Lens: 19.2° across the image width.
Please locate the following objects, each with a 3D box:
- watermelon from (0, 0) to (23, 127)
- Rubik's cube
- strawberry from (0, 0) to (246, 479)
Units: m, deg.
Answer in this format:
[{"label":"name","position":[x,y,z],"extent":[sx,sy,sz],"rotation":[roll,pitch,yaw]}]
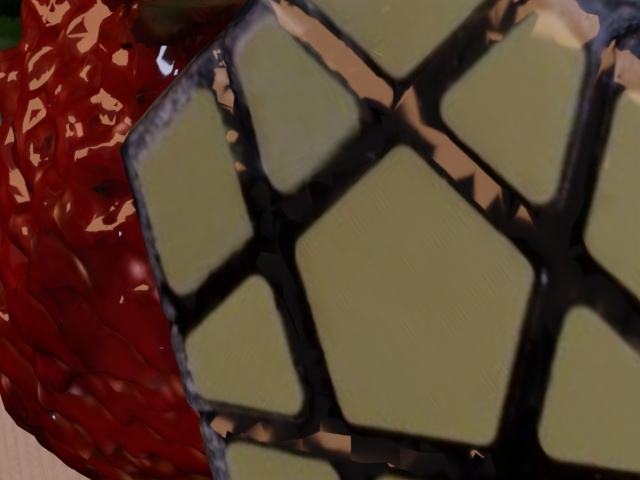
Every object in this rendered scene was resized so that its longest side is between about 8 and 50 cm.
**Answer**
[{"label":"watermelon","position":[-0.111,-0.055,1.028],"extent":[0.151,0.302,0.264],"rotation":[3,70,35]},{"label":"Rubik's cube","position":[0.107,-0.004,0.510],"extent":[0.319,0.264,0.319],"rotation":[-46,5,5]},{"label":"strawberry","position":[0.001,0.001,0.809],"extent":[0.292,0.292,0.343],"rotation":[-106,18,-46]}]
